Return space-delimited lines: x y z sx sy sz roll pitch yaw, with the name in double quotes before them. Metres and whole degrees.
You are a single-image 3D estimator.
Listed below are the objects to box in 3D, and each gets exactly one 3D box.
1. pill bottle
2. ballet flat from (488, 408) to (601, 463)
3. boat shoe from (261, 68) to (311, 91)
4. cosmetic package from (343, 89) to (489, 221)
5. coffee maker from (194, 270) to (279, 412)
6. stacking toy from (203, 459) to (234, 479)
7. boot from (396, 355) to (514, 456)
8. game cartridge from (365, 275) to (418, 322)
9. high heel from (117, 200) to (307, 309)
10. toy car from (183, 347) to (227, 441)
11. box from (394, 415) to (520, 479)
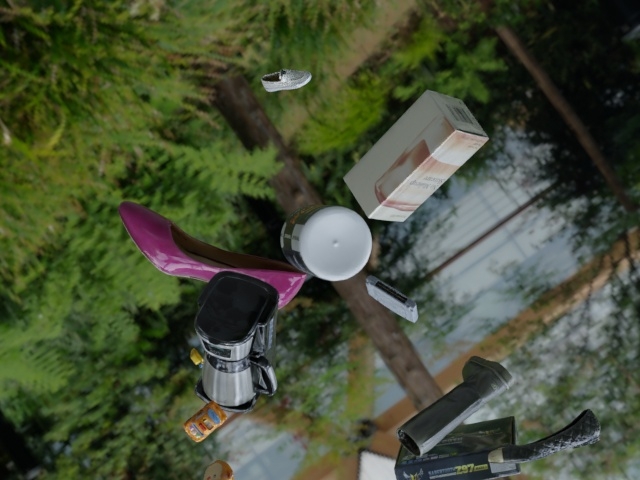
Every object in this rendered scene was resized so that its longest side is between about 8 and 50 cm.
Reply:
"pill bottle" 0.000 0.000 1.702 0.130 0.130 0.245 -34 -171 -10
"ballet flat" 0.331 0.297 1.400 0.173 0.049 0.057 -18 173 3
"boat shoe" -0.069 -0.318 1.838 0.100 0.035 0.035 -6 147 21
"cosmetic package" 0.214 -0.186 2.132 0.153 0.129 0.296 2 141 -49
"coffee maker" -0.120 0.128 1.346 0.120 0.171 0.178 2 137 -4
"stacking toy" -0.132 0.466 1.385 0.165 0.302 0.175 20 135 -42
"boot" 0.223 0.290 1.632 0.208 0.076 0.189 -41 176 -10
"game cartridge" 0.103 0.084 1.343 0.017 0.083 0.056 -50 156 -19
"high heel" -0.208 0.011 1.828 0.181 0.377 0.127 -41 -152 15
"toy car" -0.171 0.213 1.270 0.060 0.122 0.040 -22 -176 -3
"box" 0.267 0.411 1.814 0.232 0.059 0.183 -13 -176 13
